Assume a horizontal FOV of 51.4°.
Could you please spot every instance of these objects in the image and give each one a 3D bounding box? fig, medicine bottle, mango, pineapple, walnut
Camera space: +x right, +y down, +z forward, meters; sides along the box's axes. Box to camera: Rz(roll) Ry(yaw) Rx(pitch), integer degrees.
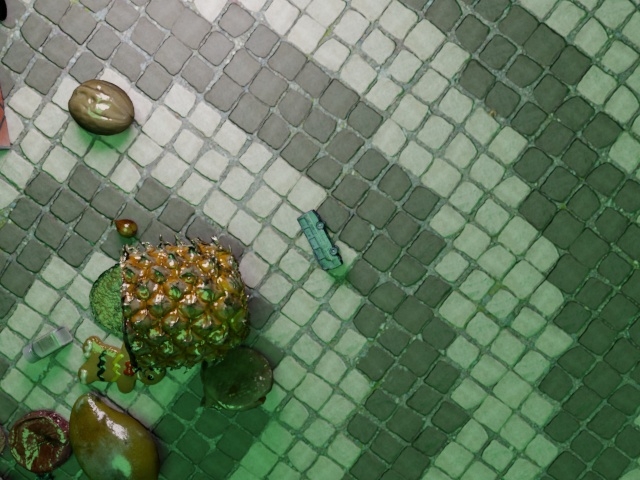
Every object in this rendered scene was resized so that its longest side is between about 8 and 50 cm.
[{"bbox_3d":[-0.529,-0.037,1.775,0.083,0.050,0.050,21,98,20],"label":"fig"},{"bbox_3d":[-0.744,0.285,1.807,0.118,0.074,0.055,-30,94,7],"label":"medicine bottle"},{"bbox_3d":[-0.565,0.555,1.794,0.193,0.146,0.316,-41,86,-1],"label":"mango"},{"bbox_3d":[-0.333,0.150,1.631,0.300,0.352,0.352,-11,96,-12],"label":"pineapple"},{"bbox_3d":[-0.558,-0.338,1.696,0.162,0.140,0.140,20,98,16],"label":"walnut"}]

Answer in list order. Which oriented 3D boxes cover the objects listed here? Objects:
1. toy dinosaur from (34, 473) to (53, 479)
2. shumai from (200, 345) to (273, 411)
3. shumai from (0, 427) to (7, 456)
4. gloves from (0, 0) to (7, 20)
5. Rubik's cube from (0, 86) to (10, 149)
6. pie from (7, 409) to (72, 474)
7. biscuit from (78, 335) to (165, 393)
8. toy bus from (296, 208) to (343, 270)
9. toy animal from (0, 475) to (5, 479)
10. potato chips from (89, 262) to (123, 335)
[{"bbox_3d":[-0.780,0.685,1.877,0.047,0.030,0.083,14,98,1],"label":"toy dinosaur"},{"bbox_3d":[-0.226,0.383,1.764,0.201,0.201,0.120,16,139,2],"label":"shumai"},{"bbox_3d":[-0.960,0.560,1.839,0.116,0.145,0.145,-16,96,29],"label":"shumai"},{"bbox_3d":[-0.945,-0.590,1.710,0.268,0.107,0.135,-11,65,7],"label":"gloves"},{"bbox_3d":[-0.944,-0.319,1.685,0.205,0.207,0.205,-7,97,3],"label":"Rubik's cube"},{"bbox_3d":[-0.778,0.561,1.854,0.183,0.049,0.182,0,93,0],"label":"pie"},{"bbox_3d":[-0.545,0.344,1.822,0.241,0.035,0.158,7,99,3],"label":"biscuit"},{"bbox_3d":[0.000,0.000,1.742,0.065,0.047,0.165,-27,93,11],"label":"toy bus"},{"bbox_3d":[-0.977,0.772,1.811,0.213,0.212,0.266,17,94,2],"label":"toy animal"},{"bbox_3d":[-0.519,0.170,1.807,0.220,0.029,0.202,41,98,1],"label":"potato chips"}]
